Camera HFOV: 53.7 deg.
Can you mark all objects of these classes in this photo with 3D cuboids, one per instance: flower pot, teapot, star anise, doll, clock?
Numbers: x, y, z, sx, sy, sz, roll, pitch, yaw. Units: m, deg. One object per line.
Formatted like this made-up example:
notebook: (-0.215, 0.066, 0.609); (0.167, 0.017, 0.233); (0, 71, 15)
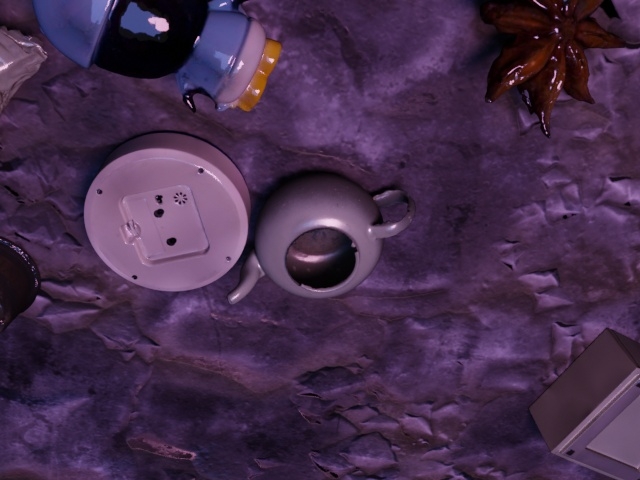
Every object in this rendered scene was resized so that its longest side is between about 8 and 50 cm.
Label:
flower pot: (-0.516, 0.081, 0.944); (0.157, 0.107, 0.157); (-1, 121, -2)
teapot: (0.000, 0.000, 0.924); (0.294, 0.129, 0.193); (-22, 120, 9)
star anise: (0.283, -0.272, 0.815); (0.272, 0.102, 0.272); (-10, 112, -26)
doll: (-0.203, -0.266, 0.750); (0.314, 0.141, 0.177); (25, 97, -23)
clock: (-0.218, -0.038, 0.913); (0.230, 0.083, 0.230); (0, 118, -1)

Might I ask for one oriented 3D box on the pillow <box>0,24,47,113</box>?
pillow: (-0.524, -0.191, 0.767); (0.283, 0.138, 0.310); (30, 111, -20)

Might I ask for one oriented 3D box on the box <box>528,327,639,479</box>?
box: (0.556, 0.312, 1.156); (0.225, 0.117, 0.225); (25, 115, -18)
